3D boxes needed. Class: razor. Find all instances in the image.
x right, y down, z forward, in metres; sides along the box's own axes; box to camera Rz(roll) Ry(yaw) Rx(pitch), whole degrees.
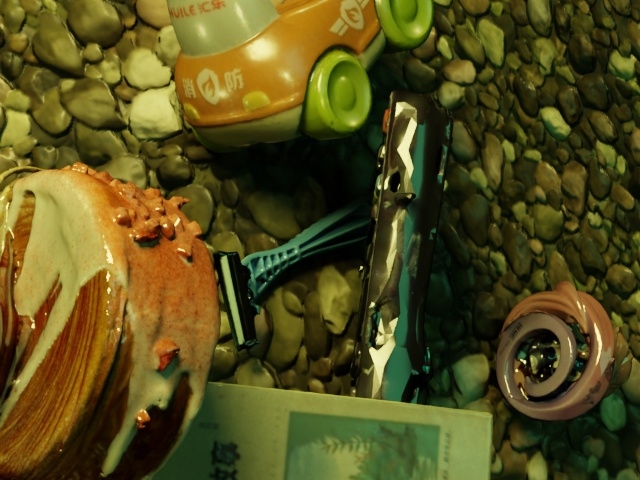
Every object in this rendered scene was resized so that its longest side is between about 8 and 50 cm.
[{"bbox_3d":[0.000,0.000,1.145,0.253,0.042,0.081,-31,115,-43],"label":"razor"}]

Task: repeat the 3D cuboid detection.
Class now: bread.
[{"bbox_3d":[-0.164,0.058,0.877,0.142,0.212,0.224,16,67,-40],"label":"bread"}]

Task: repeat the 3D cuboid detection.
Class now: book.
[{"bbox_3d":[-0.024,0.207,0.961,0.283,0.025,0.214,5,79,-7],"label":"book"}]

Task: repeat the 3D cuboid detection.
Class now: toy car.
[{"bbox_3d":[-0.042,-0.197,1.074,0.235,0.145,0.235,5,83,-49],"label":"toy car"}]

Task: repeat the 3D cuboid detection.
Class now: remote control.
[{"bbox_3d":[0.054,0.085,1.071,0.062,0.144,0.398,8,78,0],"label":"remote control"}]

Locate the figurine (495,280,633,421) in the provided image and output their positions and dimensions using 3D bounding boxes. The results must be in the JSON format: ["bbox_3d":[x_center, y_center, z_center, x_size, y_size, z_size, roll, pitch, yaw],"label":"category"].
[{"bbox_3d":[0.220,0.100,1.265,0.114,0.126,0.157,32,16,20],"label":"figurine"}]
